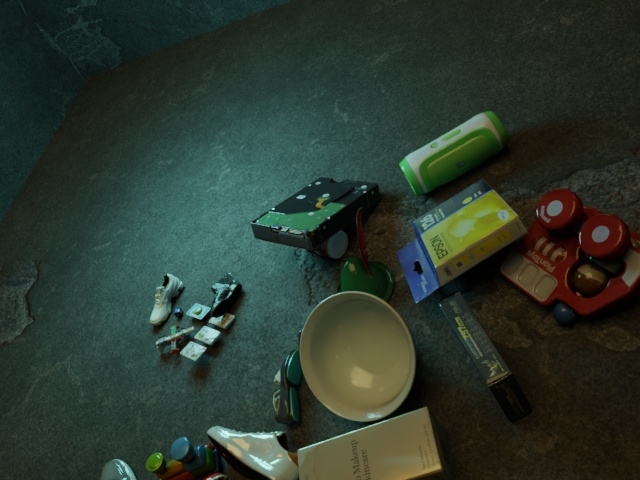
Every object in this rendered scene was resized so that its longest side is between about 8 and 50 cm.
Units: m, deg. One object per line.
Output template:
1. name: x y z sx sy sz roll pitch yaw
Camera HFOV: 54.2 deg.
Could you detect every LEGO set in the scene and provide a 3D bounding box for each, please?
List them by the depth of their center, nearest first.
1. LEGO set: -0.392 0.282 1.920 0.244 0.060 0.182 12 48 39

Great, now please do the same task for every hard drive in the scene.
1. hard drive: -0.010 -0.087 1.863 0.236 0.064 0.339 10 34 39

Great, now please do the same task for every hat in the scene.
1. hat: 0.081 0.071 1.665 0.172 0.183 0.209 -22 44 17

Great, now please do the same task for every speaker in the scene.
1. speaker: 0.379 -0.248 1.790 0.296 0.131 0.131 -30 42 8

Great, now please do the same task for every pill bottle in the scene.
1. pill bottle: 0.000 0.000 1.857 0.152 0.086 0.086 13 61 41

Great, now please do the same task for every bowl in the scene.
1. bowl: 0.109 0.262 1.473 0.297 0.134 0.298 1 92 30

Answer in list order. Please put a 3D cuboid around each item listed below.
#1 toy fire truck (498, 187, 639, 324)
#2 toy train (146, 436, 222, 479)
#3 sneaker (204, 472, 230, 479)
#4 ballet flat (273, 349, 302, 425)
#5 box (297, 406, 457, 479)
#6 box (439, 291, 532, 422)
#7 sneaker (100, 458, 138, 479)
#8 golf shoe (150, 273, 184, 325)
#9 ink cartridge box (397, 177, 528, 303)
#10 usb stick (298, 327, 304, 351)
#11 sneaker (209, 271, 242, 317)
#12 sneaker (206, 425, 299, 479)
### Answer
1. toy fire truck: 0.569 0.049 1.399 0.254 0.169 0.302 -58 40 13
2. toy train: -0.384 0.578 1.558 0.248 0.143 0.105 -27 42 11
3. sneaker: -0.332 0.657 1.487 0.279 0.107 0.118 -48 38 -12
4. ballet flat: -0.089 0.375 1.598 0.074 0.074 0.203 -17 48 21
5. box: 0.116 0.483 1.322 0.311 0.121 0.148 -24 44 14
6. box: 0.350 0.246 1.330 0.059 0.183 0.233 -31 43 6
7. sneaker: -0.554 0.661 1.574 0.123 0.178 0.296 -35 42 2
8. golf shoe: -0.520 0.190 2.041 0.069 0.086 0.176 0 55 32
9. ink cartridge box: 0.329 -0.012 1.571 0.307 0.072 0.304 -32 21 10
10. usb stick: 0.066 0.256 1.602 0.277 0.045 0.077 -7 89 30
11. sneaker: -0.307 0.167 1.930 0.089 0.051 0.170 13 46 32
12. sneaker: -0.150 0.507 1.515 0.290 0.106 0.123 16 47 38
